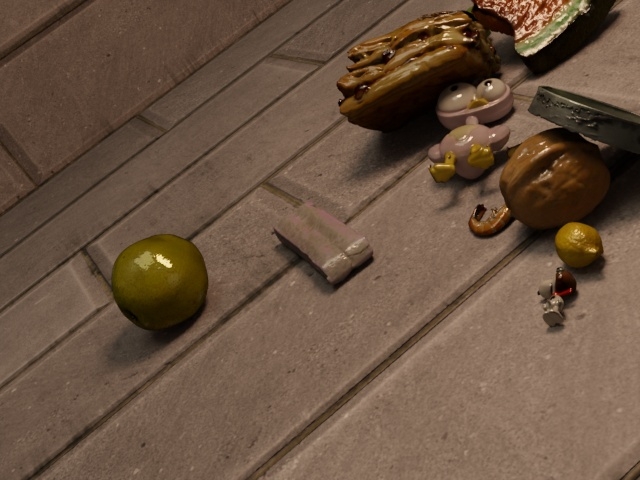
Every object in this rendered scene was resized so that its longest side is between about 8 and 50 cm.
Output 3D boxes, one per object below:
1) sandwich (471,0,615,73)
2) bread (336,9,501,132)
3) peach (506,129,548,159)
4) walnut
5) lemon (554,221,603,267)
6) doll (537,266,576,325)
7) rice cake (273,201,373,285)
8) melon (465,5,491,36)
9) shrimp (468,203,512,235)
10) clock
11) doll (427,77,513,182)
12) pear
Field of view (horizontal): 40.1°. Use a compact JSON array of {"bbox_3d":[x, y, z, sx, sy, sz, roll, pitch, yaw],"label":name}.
[{"bbox_3d":[0.448,-0.486,1.878,0.301,0.162,0.250,37,84,31],"label":"sandwich"},{"bbox_3d":[0.196,-0.367,1.842,0.324,0.167,0.277,-27,-10,19],"label":"bread"},{"bbox_3d":[0.371,-0.157,1.533,0.083,0.050,0.077,-20,5,7],"label":"peach"},{"bbox_3d":[0.357,-0.095,1.348,0.166,0.149,0.167,-17,58,30],"label":"walnut"},{"bbox_3d":[0.369,0.007,1.250,0.065,0.065,0.092,-34,24,0],"label":"lemon"},{"bbox_3d":[0.327,0.075,1.210,0.058,0.040,0.085,-37,19,23],"label":"doll"},{"bbox_3d":[0.001,-0.002,1.687,0.106,0.050,0.298,-37,26,-8],"label":"rice cake"},{"bbox_3d":[0.355,-0.468,2.010,0.064,0.118,0.209,-26,22,27],"label":"melon"},{"bbox_3d":[0.303,-0.055,1.469,0.127,0.025,0.091,-36,25,1],"label":"shrimp"},{"bbox_3d":[0.434,-0.184,1.350,0.226,0.226,0.049,-121,47,-63],"label":"clock"},{"bbox_3d":[0.290,-0.220,1.685,0.160,0.094,0.365,-16,32,25],"label":"doll"},{"bbox_3d":[-0.322,0.080,1.764,0.198,0.198,0.198,-26,27,15],"label":"pear"}]
